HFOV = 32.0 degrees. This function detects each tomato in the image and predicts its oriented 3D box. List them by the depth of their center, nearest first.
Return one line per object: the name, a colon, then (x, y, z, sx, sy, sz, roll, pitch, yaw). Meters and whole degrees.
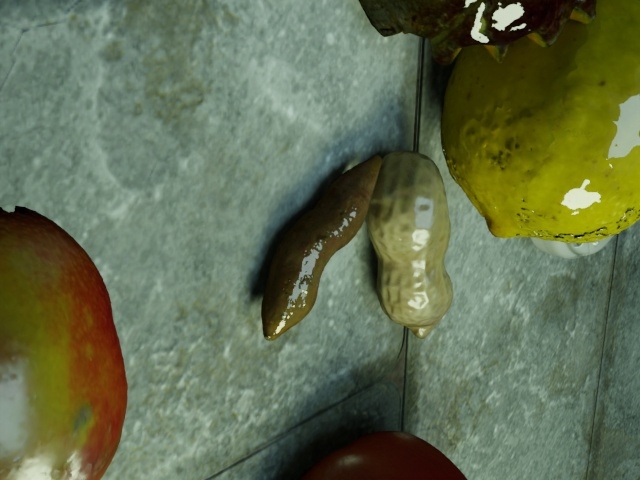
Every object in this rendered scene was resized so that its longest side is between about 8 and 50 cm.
tomato: (0.081, 0.358, 1.192, 0.298, 0.226, 0.299, -29, 130, -42)

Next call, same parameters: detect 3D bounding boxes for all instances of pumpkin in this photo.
pumpkin: (0.165, -0.246, 0.994, 0.254, 0.130, 0.149, -28, 163, 4)

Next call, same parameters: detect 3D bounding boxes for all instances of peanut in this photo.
peanut: (0.098, 0.012, 1.174, 0.104, 0.085, 0.228, -57, 147, -51)

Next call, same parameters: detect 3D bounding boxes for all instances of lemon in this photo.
lemon: (0.259, -0.142, 1.160, 0.258, 0.258, 0.310, 19, 88, -52)

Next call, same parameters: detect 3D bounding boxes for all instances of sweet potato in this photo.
sweet potato: (-0.002, -0.001, 1.076, 0.218, 0.051, 0.065, -59, 137, -16)

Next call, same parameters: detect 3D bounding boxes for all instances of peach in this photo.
peach: (-0.232, 0.089, 0.710, 0.231, 0.231, 0.231, -24, 123, -43)

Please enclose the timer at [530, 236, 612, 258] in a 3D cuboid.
timer: (0.347, -0.115, 1.415, 0.262, 0.087, 0.237, -46, 135, -28)
